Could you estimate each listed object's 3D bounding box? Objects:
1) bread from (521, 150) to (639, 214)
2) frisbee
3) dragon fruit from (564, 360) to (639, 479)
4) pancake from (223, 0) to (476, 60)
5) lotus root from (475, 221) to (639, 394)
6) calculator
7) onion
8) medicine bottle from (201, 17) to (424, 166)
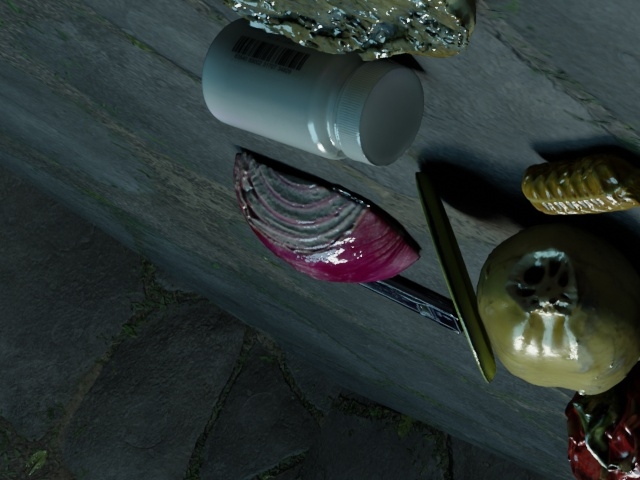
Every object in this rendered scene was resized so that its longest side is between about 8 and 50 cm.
[{"bbox_3d":[0.223,-0.047,1.212,0.052,0.044,0.157,37,168,-16],"label":"bread"},{"bbox_3d":[0.145,0.037,1.510,0.236,0.017,0.236,-20,-90,-83],"label":"frisbee"},{"bbox_3d":[0.419,0.239,1.599,0.299,0.244,0.244,17,168,12],"label":"dragon fruit"},{"bbox_3d":[-0.013,-0.205,1.038,0.282,0.049,0.282,27,170,5],"label":"pancake"},{"bbox_3d":[0.256,0.079,1.482,0.169,0.151,0.342,11,168,17],"label":"lotus root"},{"bbox_3d":[0.107,0.077,2.258,0.274,0.028,0.166,25,170,16],"label":"calculator"},{"bbox_3d":[0.000,0.000,1.925,0.250,0.111,0.247,21,167,30],"label":"onion"},{"bbox_3d":[-0.008,-0.131,1.255,0.187,0.103,0.103,21,168,37],"label":"medicine bottle"}]
